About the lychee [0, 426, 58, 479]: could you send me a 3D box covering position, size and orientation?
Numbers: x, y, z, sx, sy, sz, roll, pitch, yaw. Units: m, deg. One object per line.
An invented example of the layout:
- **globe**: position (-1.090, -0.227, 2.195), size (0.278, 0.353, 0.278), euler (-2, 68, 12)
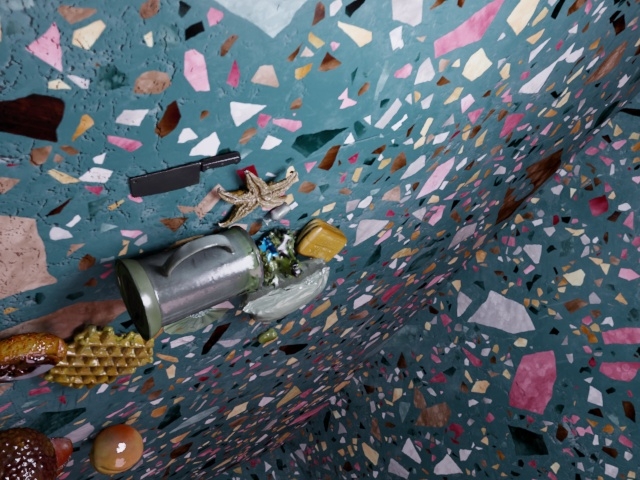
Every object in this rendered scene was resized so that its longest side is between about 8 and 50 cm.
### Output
- **lychee**: position (-0.878, 0.668, 1.417), size (0.261, 0.260, 0.260), euler (-28, 152, -16)

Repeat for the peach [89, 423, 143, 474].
- **peach**: position (-0.740, 0.758, 1.812), size (0.184, 0.184, 0.184), euler (-28, 152, -16)

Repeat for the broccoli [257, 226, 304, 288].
- **broccoli**: position (-0.113, 0.053, 1.441), size (0.167, 0.160, 0.154), euler (-51, 138, -11)

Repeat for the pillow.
- **pillow**: position (-0.111, 0.171, 1.626), size (0.310, 0.138, 0.283), euler (-28, 166, -4)

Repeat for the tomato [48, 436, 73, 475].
- **tomato**: position (-0.940, 0.761, 1.655), size (0.228, 0.101, 0.227), euler (-27, 149, -18)

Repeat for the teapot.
- **teapot**: position (-0.295, 0.072, 1.207), size (0.337, 0.200, 0.270), euler (-21, 156, -32)

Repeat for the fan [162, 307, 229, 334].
- **fan**: position (-0.398, 0.257, 1.595), size (0.240, 0.009, 0.131), euler (-11, 146, -42)

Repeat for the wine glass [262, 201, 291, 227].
- **wine glass**: position (-0.118, -0.071, 1.363), size (0.083, 0.039, 0.042), euler (-37, 165, -4)

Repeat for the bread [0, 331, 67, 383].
- **bread**: position (-0.733, 0.275, 1.145), size (0.269, 0.095, 0.139), euler (-11, 144, -17)

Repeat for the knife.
- **knife**: position (-0.287, -0.142, 1.080), size (0.245, 0.019, 0.072), euler (-19, 153, -25)

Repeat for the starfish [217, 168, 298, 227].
- **starfish**: position (-0.166, -0.110, 1.240), size (0.241, 0.043, 0.227), euler (-39, 151, 12)

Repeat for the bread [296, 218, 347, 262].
- **bread**: position (0.000, 0.000, 1.580), size (0.116, 0.077, 0.200), euler (-42, 151, 14)

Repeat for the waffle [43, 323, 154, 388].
- **waffle**: position (-0.604, 0.324, 1.387), size (0.282, 0.058, 0.300), euler (-32, 151, -2)

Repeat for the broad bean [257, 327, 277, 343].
- **broad bean**: position (-0.210, 0.381, 1.979), size (0.083, 0.045, 0.063), euler (-32, 153, 8)
